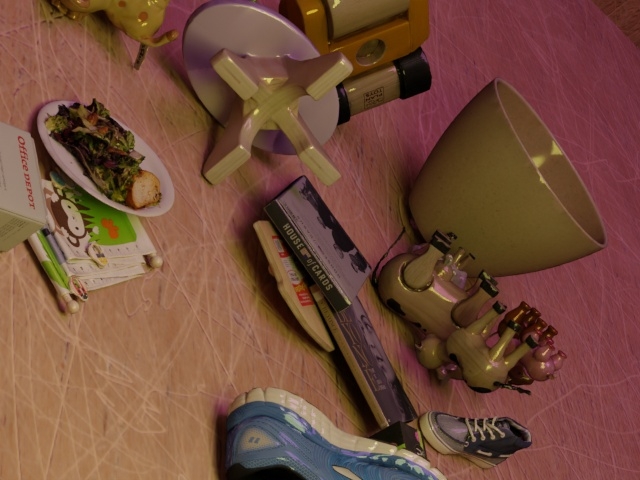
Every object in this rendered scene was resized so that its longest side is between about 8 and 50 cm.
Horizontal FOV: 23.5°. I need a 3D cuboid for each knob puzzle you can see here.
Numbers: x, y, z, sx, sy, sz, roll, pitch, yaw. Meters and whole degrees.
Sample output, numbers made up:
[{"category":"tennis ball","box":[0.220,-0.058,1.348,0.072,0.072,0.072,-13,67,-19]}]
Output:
[{"category":"knob puzzle","box":[-0.031,0.067,2.124,0.213,0.030,0.213,57,17,-27]}]

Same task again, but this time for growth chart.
[{"category":"growth chart","box":[-0.277,-0.013,1.823,0.172,0.021,0.237,58,26,2]}]

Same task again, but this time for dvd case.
[{"category":"dvd case","box":[0.000,0.000,2.198,0.179,0.029,0.239,55,14,-3]},{"category":"dvd case","box":[0.064,0.160,2.172,0.221,0.018,0.164,62,15,10]}]

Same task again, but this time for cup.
[{"category":"cup","box":[0.289,-0.068,2.559,0.331,0.237,0.331,47,20,-24]}]

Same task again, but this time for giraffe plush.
[{"category":"giraffe plush","box":[-0.286,-0.350,2.052,0.170,0.181,0.210,15,83,-40]}]

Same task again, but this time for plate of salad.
[{"category":"plate of salad","box":[-0.257,-0.108,1.892,0.200,0.048,0.200,32,28,-19]}]

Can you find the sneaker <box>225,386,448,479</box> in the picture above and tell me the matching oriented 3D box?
[{"category":"sneaker","box":[0.022,0.311,1.854,0.330,0.130,0.147,26,49,-14]}]

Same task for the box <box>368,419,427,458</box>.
[{"category":"box","box":[0.094,0.289,2.049,0.052,0.083,0.062,31,37,-41]}]

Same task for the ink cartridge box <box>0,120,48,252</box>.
[{"category":"ink cartridge box","box":[-0.387,-0.074,1.646,0.175,0.072,0.127,23,42,-48]}]

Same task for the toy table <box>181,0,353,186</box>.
[{"category":"toy table","box":[-0.074,-0.198,2.150,0.274,0.252,0.161,32,18,-26]}]

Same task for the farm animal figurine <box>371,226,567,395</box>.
[{"category":"farm animal figurine","box":[0.205,0.131,2.313,0.327,0.172,0.330,44,10,15]}]

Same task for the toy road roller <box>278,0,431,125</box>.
[{"category":"toy road roller","box":[0.032,-0.355,2.418,0.329,0.202,0.240,84,-21,-53]}]

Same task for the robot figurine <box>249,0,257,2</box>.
[{"category":"robot figurine","box":[-0.102,-0.328,2.393,0.115,0.067,0.101,25,28,-47]}]

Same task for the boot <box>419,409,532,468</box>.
[{"category":"boot","box":[0.231,0.280,2.283,0.190,0.086,0.069,26,41,-46]}]
